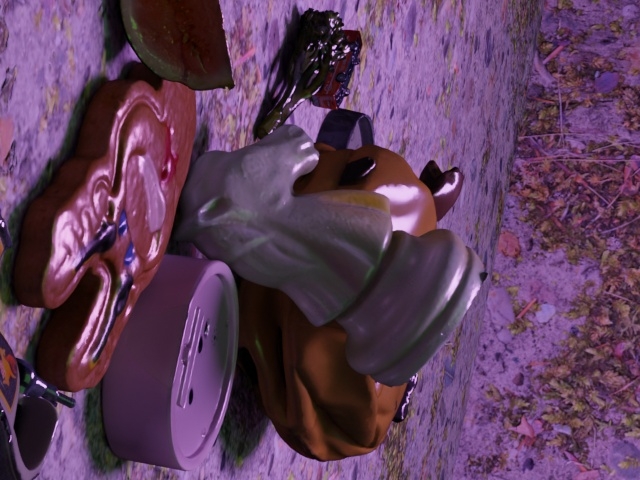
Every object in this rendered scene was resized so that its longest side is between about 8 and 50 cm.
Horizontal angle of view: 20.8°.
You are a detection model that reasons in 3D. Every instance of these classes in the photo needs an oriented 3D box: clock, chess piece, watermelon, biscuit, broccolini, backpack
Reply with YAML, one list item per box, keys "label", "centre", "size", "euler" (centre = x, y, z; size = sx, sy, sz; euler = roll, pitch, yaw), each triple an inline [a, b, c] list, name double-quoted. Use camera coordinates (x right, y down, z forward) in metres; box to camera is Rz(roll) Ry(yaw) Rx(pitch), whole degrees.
- label: "clock"
  centre: [-0.136, 0.112, 1.619]
  size: [0.197, 0.068, 0.197]
  euler: [8, 90, -76]
- label: "clock"
  centre: [0.028, -0.064, 2.251]
  size: [0.215, 0.042, 0.215]
  euler: [8, 90, -77]
- label: "chess piece"
  centre: [0.000, 0.000, 1.720]
  size: [0.176, 0.298, 0.176]
  euler: [-50, -165, 19]
- label: "watermelon"
  centre: [-0.136, -0.191, 1.447]
  size: [0.069, 0.087, 0.163]
  euler: [-36, 124, -34]
- label: "biscuit"
  centre: [-0.166, -0.029, 1.461]
  size: [0.334, 0.047, 0.202]
  euler: [-68, 161, -46]
- label: "broccolini"
  centre: [-0.015, -0.177, 1.963]
  size: [0.091, 0.068, 0.203]
  euler: [112, -3, -54]
- label: "backpack"
  centre: [0.029, 0.072, 2.006]
  size: [0.378, 0.201, 0.353]
  euler: [72, 33, -55]

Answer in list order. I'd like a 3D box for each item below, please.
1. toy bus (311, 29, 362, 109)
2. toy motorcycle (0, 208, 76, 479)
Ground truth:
- label: "toy bus"
  centre: [0.020, -0.210, 2.132]
  size: [0.031, 0.043, 0.110]
  euler: [74, 29, -52]
- label: "toy motorcycle"
  centre: [-0.234, 0.101, 1.167]
  size: [0.263, 0.091, 0.157]
  euler: [81, 17, -45]
